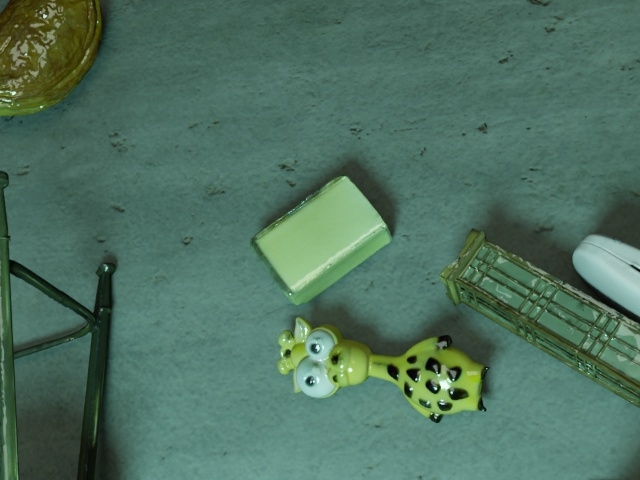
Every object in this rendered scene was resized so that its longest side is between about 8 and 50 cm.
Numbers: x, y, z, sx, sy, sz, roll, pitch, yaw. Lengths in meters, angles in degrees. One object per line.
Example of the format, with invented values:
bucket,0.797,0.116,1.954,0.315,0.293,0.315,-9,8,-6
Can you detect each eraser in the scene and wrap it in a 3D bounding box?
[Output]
eraser,0.000,0.000,1.517,0.172,0.058,0.117,-36,61,-4

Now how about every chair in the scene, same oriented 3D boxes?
chair,-0.457,0.212,1.387,0.364,0.362,0.410,-19,66,5

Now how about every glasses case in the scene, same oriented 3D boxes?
glasses case,0.442,0.087,1.323,0.297,0.113,0.075,33,79,26

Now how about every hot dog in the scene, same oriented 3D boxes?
hot dog,-0.473,-0.315,1.767,0.196,0.122,0.272,20,76,25

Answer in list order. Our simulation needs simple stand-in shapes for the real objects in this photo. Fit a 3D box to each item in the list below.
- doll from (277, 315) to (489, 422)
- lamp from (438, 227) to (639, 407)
doll,0.076,0.165,1.401,0.291,0.086,0.117,8,97,20
lamp,0.309,0.106,1.364,0.325,0.090,0.089,30,76,27
